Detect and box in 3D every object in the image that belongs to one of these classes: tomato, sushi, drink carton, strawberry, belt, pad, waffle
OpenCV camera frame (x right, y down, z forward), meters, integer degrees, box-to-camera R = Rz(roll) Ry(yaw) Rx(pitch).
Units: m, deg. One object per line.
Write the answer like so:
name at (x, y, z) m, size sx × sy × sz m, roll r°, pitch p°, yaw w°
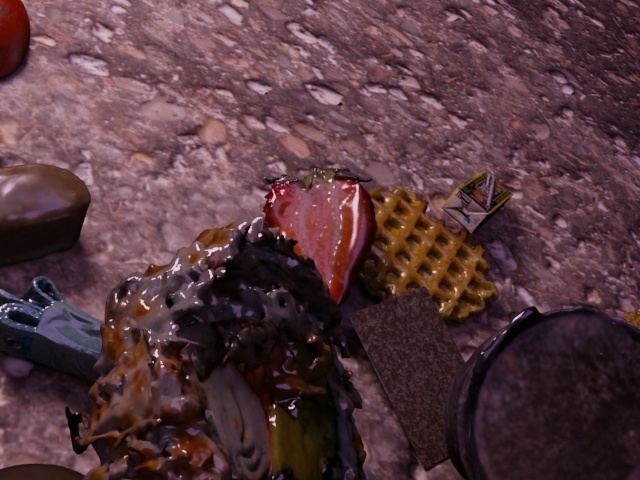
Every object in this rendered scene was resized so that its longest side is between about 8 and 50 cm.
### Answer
tomato at (-0.549, -0.339, 1.281) m, size 0.225 × 0.085 × 0.224 m, roll 12°, pitch 51°, yaw -16°
sushi at (-0.070, 0.189, 0.902) m, size 0.417 × 0.176 × 0.417 m, roll 47°, pitch 30°, yaw -39°
drink carton at (0.273, -0.070, 1.464) m, size 0.071 × 0.056 × 0.166 m, roll 44°, pitch 29°, yaw 8°
strawberry at (0.016, 0.001, 1.260) m, size 0.175 × 0.098 × 0.228 m, roll -18°, pitch 67°, yaw -9°
belt at (-0.255, 0.137, 1.039) m, size 0.302 × 0.072 × 0.087 m, roll 26°, pitch 50°, yaw -8°
pad at (0.149, 0.188, 1.217) m, size 0.158 × 0.003 × 0.234 m, roll -17°, pitch 74°, yaw -37°
waffle at (0.156, 0.018, 1.363) m, size 0.291 × 0.051 × 0.291 m, roll 14°, pitch 51°, yaw -18°

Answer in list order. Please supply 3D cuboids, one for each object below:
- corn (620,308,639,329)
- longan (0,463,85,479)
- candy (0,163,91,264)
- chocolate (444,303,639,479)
corn at (0.456, 0.225, 1.313) m, size 0.106 × 0.106 × 0.305 m, roll 37°, pitch 50°, yaw 6°
longan at (-0.283, 0.311, 0.796) m, size 0.220 × 0.196 × 0.196 m, roll -31°, pitch 71°, yaw -32°
candy at (-0.412, -0.029, 1.075) m, size 0.234 × 0.104 × 0.102 m, roll -18°, pitch 68°, yaw -36°
chocolate at (0.295, 0.235, 1.127) m, size 0.303 × 0.213 × 0.303 m, roll 1°, pitch 83°, yaw -11°
